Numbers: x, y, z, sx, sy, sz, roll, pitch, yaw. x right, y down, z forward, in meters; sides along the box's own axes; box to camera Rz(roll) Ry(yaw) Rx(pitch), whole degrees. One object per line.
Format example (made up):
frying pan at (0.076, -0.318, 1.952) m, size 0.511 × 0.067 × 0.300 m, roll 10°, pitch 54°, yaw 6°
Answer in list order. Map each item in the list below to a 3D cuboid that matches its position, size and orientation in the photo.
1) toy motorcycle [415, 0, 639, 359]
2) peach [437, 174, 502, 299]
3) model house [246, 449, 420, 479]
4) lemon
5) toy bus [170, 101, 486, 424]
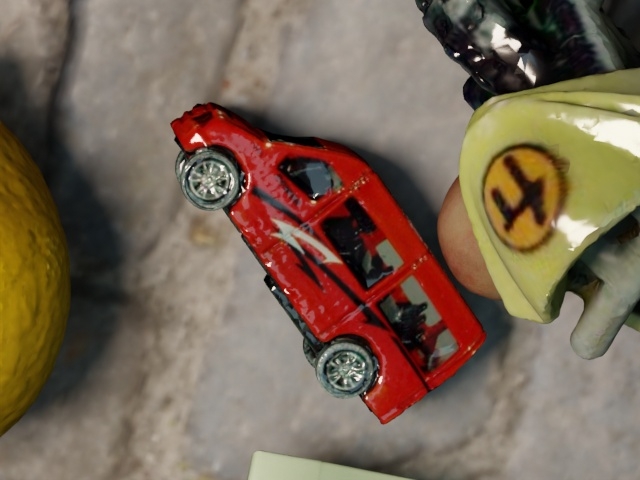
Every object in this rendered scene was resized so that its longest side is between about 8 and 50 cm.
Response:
toy motorcycle at (0.220, -0.003, 0.967) m, size 0.410 × 0.237 × 0.168 m, roll 29°, pitch 125°, yaw -8°
peach at (0.100, -0.007, 1.053) m, size 0.083 × 0.083 × 0.083 m, roll 0°, pitch 103°, yaw 2°
model house at (-0.005, 0.202, 1.083) m, size 0.100 × 0.149 × 0.127 m, roll 12°, pitch 60°, yaw -3°
lemon at (-0.220, 0.016, 1.015) m, size 0.187 × 0.187 × 0.244 m, roll 5°, pitch 103°, yaw 1°
toy bus at (0.000, 0.000, 1.059) m, size 0.089 × 0.081 × 0.195 m, roll -36°, pitch 99°, yaw -1°
